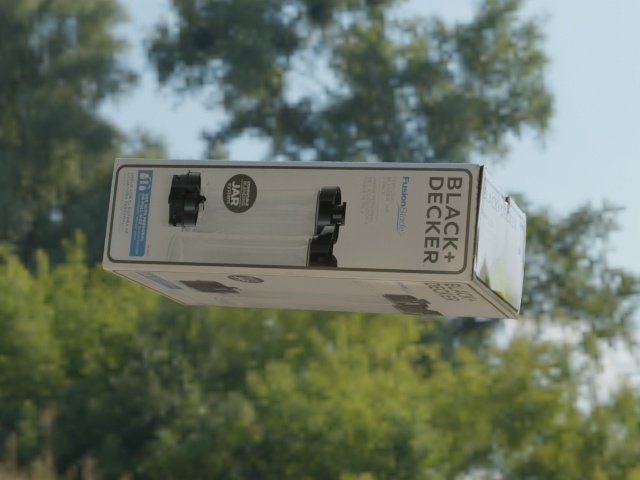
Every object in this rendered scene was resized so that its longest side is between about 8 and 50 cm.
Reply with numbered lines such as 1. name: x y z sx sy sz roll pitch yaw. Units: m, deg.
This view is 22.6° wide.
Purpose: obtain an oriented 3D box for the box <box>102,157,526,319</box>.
1. box: 0.000 0.000 1.232 0.290 0.087 0.169 2 -12 18
